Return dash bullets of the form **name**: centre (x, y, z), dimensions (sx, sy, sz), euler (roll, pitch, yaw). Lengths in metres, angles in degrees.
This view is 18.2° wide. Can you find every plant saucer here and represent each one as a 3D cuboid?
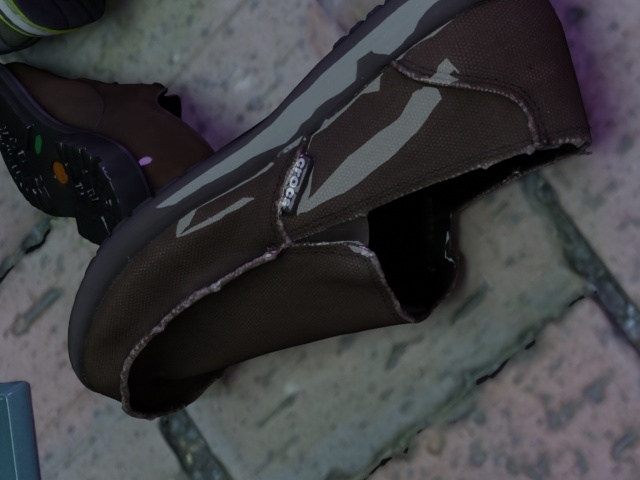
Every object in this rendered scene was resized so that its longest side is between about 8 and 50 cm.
- **plant saucer**: centre (-0.211, 0.191, 1.322), dimensions (0.067, 0.018, 0.192), euler (-7, 89, 36)

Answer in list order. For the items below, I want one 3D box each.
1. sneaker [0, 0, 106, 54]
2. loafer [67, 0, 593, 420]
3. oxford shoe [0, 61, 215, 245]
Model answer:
- **sneaker**: centre (-0.231, -0.250, 1.245), dimensions (0.121, 0.111, 0.300), euler (-27, 75, 42)
- **loafer**: centre (0.000, 0.000, 1.079), dimensions (0.366, 0.134, 0.130), euler (-43, 70, 31)
- **oxford shoe**: centre (-0.135, -0.061, 1.212), dimensions (0.227, 0.096, 0.082), euler (33, 140, 48)
